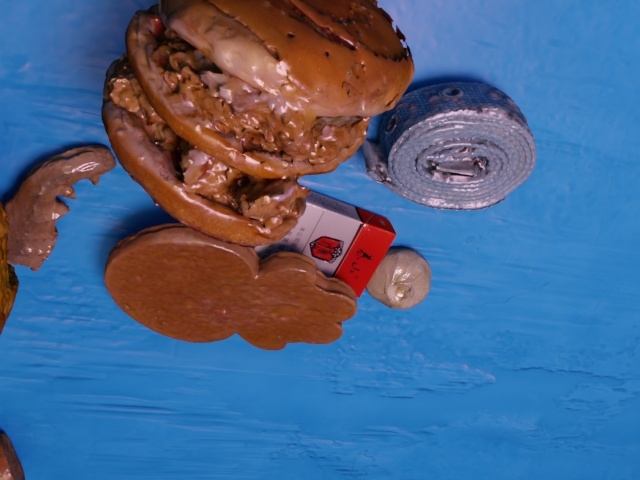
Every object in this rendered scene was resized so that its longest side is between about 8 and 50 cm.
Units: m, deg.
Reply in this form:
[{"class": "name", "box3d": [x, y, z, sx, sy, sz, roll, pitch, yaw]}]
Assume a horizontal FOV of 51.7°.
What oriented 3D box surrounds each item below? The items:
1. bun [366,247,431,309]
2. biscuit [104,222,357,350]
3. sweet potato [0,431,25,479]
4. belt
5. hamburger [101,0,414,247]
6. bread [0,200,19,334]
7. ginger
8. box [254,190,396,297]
[{"class": "bun", "box3d": [0.101, 0.052, 0.829, 0.086, 0.055, 0.086, -5, 120, -8]}, {"class": "biscuit", "box3d": [-0.102, 0.059, 0.769, 0.288, 0.044, 0.202, 8, 138, -9]}, {"class": "sweet potato", "box3d": [-0.479, 0.340, 0.868, 0.251, 0.097, 0.097, -36, 120, 15]}, {"class": "belt", "box3d": [0.149, -0.106, 0.730, 0.163, 0.082, 0.148, 26, 123, -27]}, {"class": "hamburger", "box3d": [-0.059, -0.143, 0.593, 0.245, 0.260, 0.211, 49, 126, 13]}, {"class": "bread", "box3d": [-0.430, 0.005, 0.524, 0.336, 0.358, 0.204, 4, 115, -15]}, {"class": "ginger", "box3d": [-0.291, -0.038, 0.703, 0.069, 0.051, 0.173, 33, 111, -30]}, {"class": "box", "box3d": [0.000, 0.000, 0.784, 0.152, 0.048, 0.100, 20, 118, -18]}]
